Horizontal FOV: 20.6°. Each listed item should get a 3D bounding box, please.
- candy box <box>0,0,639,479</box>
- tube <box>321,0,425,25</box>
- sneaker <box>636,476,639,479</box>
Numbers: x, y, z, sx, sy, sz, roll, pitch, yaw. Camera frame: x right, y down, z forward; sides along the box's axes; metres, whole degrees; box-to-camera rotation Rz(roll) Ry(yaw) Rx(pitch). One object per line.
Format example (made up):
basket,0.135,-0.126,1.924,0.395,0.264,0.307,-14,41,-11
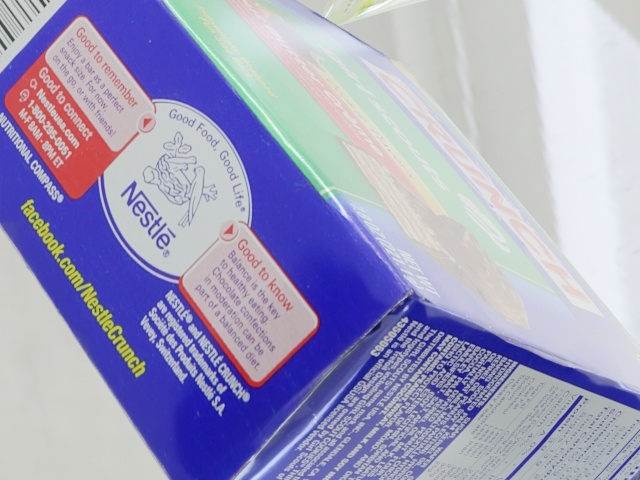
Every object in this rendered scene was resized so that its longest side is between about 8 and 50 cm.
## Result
candy box,0.000,0.000,0.778,0.122,0.317,0.268,-45,-119,12
tube,0.057,-0.225,1.501,0.062,0.240,0.070,-11,-84,22
sneaker,0.291,0.174,1.362,0.071,0.066,0.188,31,-81,-5
